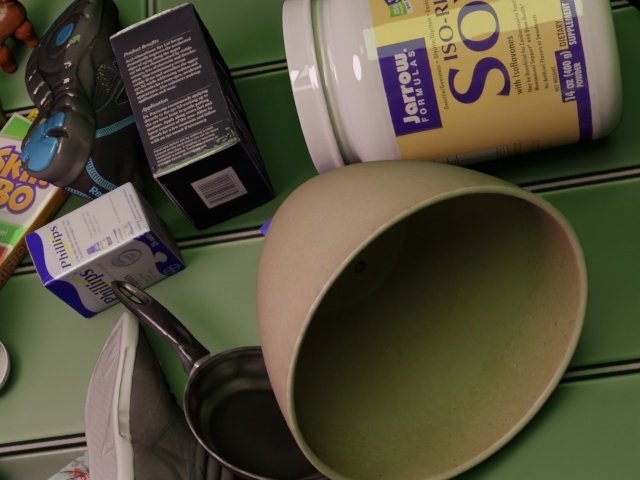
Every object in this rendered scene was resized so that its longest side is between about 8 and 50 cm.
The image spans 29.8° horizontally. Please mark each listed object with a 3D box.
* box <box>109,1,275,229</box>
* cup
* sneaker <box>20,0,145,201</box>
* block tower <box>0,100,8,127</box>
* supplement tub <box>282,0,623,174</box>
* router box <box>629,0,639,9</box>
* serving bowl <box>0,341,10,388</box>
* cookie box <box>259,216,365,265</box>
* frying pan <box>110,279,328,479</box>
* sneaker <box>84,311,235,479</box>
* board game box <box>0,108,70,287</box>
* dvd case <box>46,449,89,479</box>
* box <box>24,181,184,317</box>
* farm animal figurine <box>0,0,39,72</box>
[{"bbox_3d":[-0.149,-0.144,1.411,0.108,0.153,0.207,-23,63,4],"label":"box"},{"bbox_3d":[0.065,0.049,1.212,0.331,0.331,0.237,-40,40,-5],"label":"cup"},{"bbox_3d":[-0.281,-0.174,1.484,0.125,0.139,0.341,-33,40,31],"label":"sneaker"},{"bbox_3d":[-0.568,-0.104,1.527,0.335,0.097,0.091,-28,63,2],"label":"block tower"},{"bbox_3d":[0.144,-0.200,1.314,0.331,0.241,0.241,-11,65,9],"label":"supplement tub"},{"bbox_3d":[0.498,-0.319,1.368,0.243,0.081,0.309,-39,64,-5],"label":"router box"},{"bbox_3d":[-0.399,0.152,1.411,0.083,0.027,0.083,-5,66,12],"label":"serving bowl"},{"bbox_3d":[0.000,0.000,1.373,0.092,0.040,0.107,-39,64,-5],"label":"cookie box"},{"bbox_3d":[-0.108,0.164,1.261,0.326,0.053,0.197,19,35,5],"label":"frying pan"},{"bbox_3d":[-0.169,0.202,1.305,0.105,0.146,0.296,-58,28,29],"label":"sneaker"},{"bbox_3d":[-0.393,-0.045,1.494,0.124,0.039,0.259,28,74,22],"label":"board game box"},{"bbox_3d":[-0.244,0.266,1.287,0.087,0.119,0.013,23,117,21],"label":"dvd case"},{"bbox_3d":[-0.244,0.014,1.379,0.137,0.126,0.072,-27,65,2],"label":"box"},{"bbox_3d":[-0.534,-0.358,1.580,0.326,0.172,0.330,-27,63,0],"label":"farm animal figurine"}]
